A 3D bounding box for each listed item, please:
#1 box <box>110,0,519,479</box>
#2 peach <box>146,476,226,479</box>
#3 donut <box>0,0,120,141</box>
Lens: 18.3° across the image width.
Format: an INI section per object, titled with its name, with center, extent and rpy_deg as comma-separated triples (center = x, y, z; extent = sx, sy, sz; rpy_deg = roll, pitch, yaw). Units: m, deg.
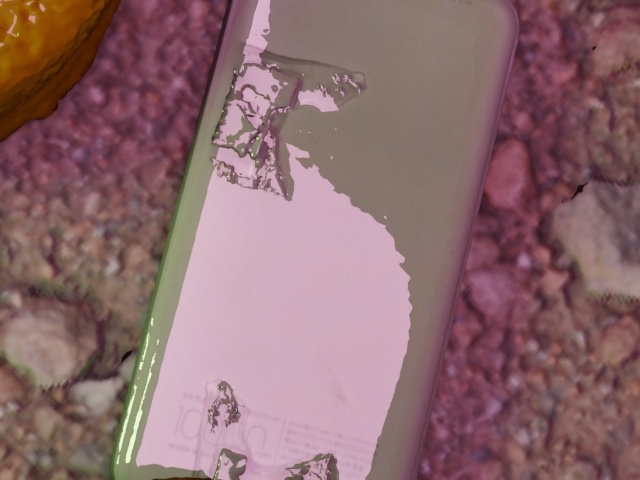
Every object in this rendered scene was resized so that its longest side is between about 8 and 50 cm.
[box]
center = 0.000, 0.000, 0.941
extent = 0.142, 0.044, 0.285
rpy_deg = 16, 80, -9
[peach]
center = -0.068, 0.279, 0.761
extent = 0.372, 0.290, 0.373
rpy_deg = -11, 107, -41
[donut]
center = -0.219, -0.169, 0.876
extent = 0.303, 0.110, 0.303
rpy_deg = 0, 90, -16
